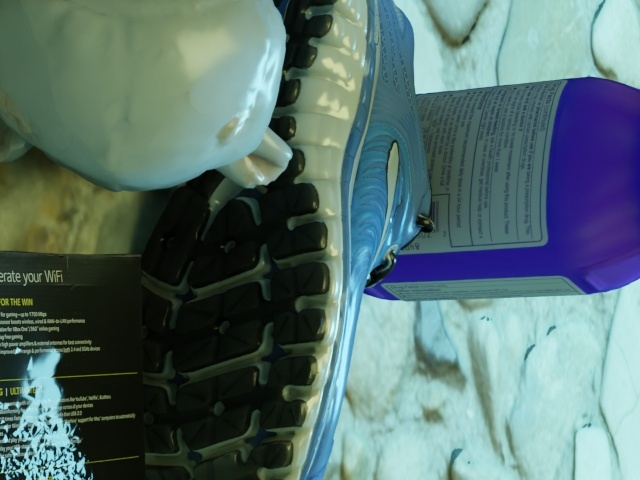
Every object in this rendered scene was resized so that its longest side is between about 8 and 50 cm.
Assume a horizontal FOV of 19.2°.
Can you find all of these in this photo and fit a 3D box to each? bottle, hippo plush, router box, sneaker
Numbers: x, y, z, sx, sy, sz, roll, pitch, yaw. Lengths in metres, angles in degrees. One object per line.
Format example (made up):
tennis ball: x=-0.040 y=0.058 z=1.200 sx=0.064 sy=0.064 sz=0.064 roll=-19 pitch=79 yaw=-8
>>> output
bottle: x=0.136 y=-0.030 z=1.027 sx=0.092 sy=0.283 sz=0.118 roll=36 pitch=56 yaw=-51
hippo plush: x=-0.099 y=-0.142 z=0.792 sx=0.294 sy=0.234 sz=0.236 roll=-142 pitch=-114 yaw=-79
router box: x=-0.143 y=0.070 z=0.798 sx=0.179 sy=0.046 sz=0.133 roll=4 pitch=84 yaw=-58
sneaker: x=0.000 y=0.000 z=0.951 sx=0.147 sy=0.130 sz=0.330 roll=33 pitch=60 yaw=-47
